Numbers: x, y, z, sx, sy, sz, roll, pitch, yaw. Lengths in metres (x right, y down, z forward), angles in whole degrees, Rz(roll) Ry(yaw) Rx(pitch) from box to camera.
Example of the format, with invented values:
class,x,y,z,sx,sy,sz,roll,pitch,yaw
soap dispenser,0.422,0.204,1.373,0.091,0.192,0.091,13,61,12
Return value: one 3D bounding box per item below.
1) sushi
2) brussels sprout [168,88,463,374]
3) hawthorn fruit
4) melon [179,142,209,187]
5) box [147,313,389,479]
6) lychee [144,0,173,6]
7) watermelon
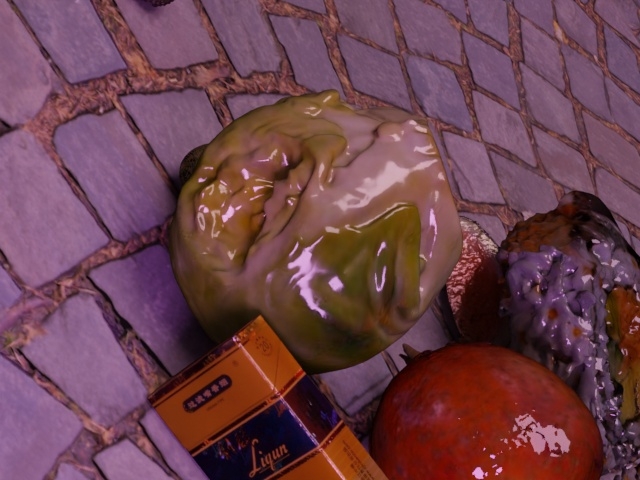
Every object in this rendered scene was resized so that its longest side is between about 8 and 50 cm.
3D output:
class,x,y,z,sx,sy,sz,roll,pitch,yaw
sushi,0.363,0.150,2.073,0.417,0.176,0.417,31,52,-51
brussels sprout,0.000,0.000,1.706,0.344,0.344,0.268,31,18,-29
hawthorn fruit,0.174,0.230,1.793,0.276,0.276,0.307,9,40,-45
melon,-0.099,-0.067,1.845,0.162,0.099,0.099,21,46,-36
box,-0.054,0.215,1.614,0.237,0.152,0.070,52,35,-4
lychee,-0.214,-0.341,1.973,0.067,0.083,0.068,51,57,-65
watermelon,0.219,0.072,2.135,0.119,0.063,0.245,10,60,-34
